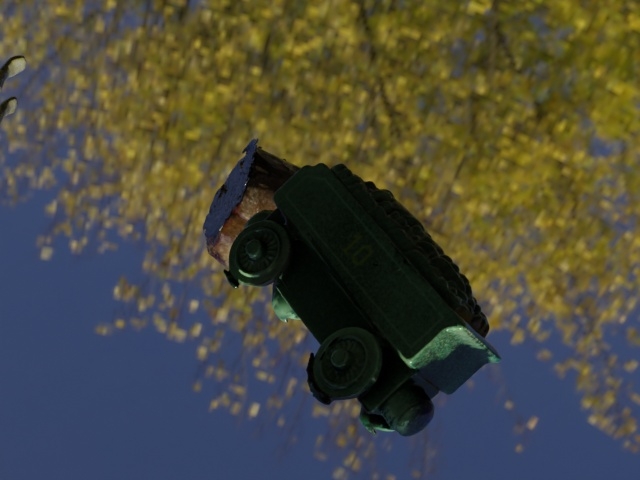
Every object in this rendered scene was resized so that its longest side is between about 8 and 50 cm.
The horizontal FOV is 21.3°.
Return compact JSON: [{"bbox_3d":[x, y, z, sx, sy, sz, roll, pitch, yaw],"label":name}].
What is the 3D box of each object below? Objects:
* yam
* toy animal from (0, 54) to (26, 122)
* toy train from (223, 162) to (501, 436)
[{"bbox_3d":[-0.001,0.001,1.055,0.141,0.079,0.079,26,-132,-20],"label":"yam"},{"bbox_3d":[-0.221,-0.086,0.985,0.095,0.219,0.155,11,-149,-2],"label":"toy animal"},{"bbox_3d":[0.021,0.028,0.915,0.099,0.070,0.172,-43,-127,5],"label":"toy train"}]
